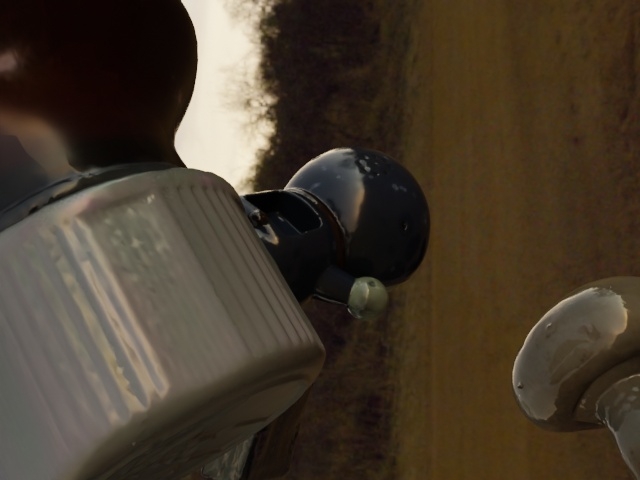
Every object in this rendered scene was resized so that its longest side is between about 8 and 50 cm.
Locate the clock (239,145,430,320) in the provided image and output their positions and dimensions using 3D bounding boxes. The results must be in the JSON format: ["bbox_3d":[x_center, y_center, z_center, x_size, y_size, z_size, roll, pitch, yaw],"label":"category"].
[{"bbox_3d":[0.000,0.000,0.707,0.199,0.243,0.147,39,136,32],"label":"clock"}]

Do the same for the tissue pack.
[{"bbox_3d":[-0.058,0.187,0.753,0.156,0.051,0.112,42,-115,-71],"label":"tissue pack"}]

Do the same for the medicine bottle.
[{"bbox_3d":[-0.168,-0.047,0.420,0.395,0.242,0.242,62,167,16],"label":"medicine bottle"}]

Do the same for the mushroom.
[{"bbox_3d":[0.436,0.213,1.042,0.292,0.292,0.290,99,157,-45],"label":"mushroom"}]
